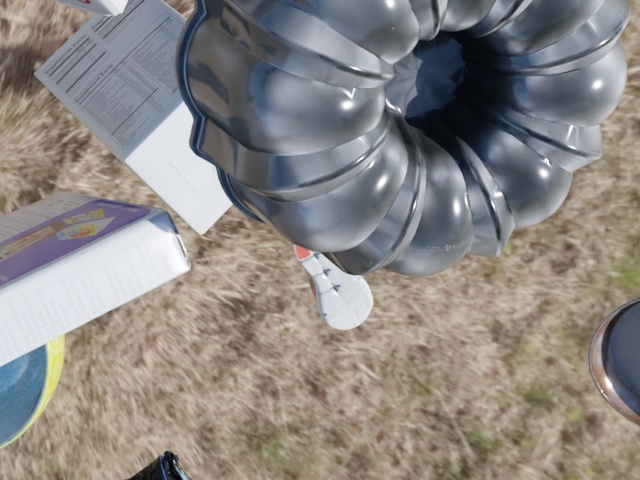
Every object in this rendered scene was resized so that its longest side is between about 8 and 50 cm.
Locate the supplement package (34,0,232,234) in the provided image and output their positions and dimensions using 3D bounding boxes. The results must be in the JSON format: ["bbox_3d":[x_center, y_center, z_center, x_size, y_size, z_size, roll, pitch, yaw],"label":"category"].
[{"bbox_3d":[-0.213,-0.187,1.549,0.198,0.263,0.199,-46,142,-4],"label":"supplement package"}]

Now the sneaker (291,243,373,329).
[{"bbox_3d":[0.000,0.000,0.937,0.061,0.065,0.158,-16,121,-10],"label":"sneaker"}]

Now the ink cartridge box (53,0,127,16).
[{"bbox_3d":[-0.143,-0.159,0.483,0.099,0.135,0.056,18,81,17],"label":"ink cartridge box"}]

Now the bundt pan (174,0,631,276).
[{"bbox_3d":[0.073,-0.110,0.776,0.331,0.124,0.330,-10,122,-17],"label":"bundt pan"}]

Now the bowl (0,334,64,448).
[{"bbox_3d":[-0.451,0.121,1.491,0.289,0.156,0.289,3,103,15],"label":"bowl"}]

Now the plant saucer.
[{"bbox_3d":[0.321,0.105,0.980,0.168,0.168,0.029,48,40,-14],"label":"plant saucer"}]

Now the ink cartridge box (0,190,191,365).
[{"bbox_3d":[-0.301,0.050,0.930,0.307,0.304,0.072,-29,109,-23],"label":"ink cartridge box"}]

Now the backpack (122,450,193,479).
[{"bbox_3d":[-0.187,0.391,1.470,0.117,0.173,0.158,-32,135,1],"label":"backpack"}]
